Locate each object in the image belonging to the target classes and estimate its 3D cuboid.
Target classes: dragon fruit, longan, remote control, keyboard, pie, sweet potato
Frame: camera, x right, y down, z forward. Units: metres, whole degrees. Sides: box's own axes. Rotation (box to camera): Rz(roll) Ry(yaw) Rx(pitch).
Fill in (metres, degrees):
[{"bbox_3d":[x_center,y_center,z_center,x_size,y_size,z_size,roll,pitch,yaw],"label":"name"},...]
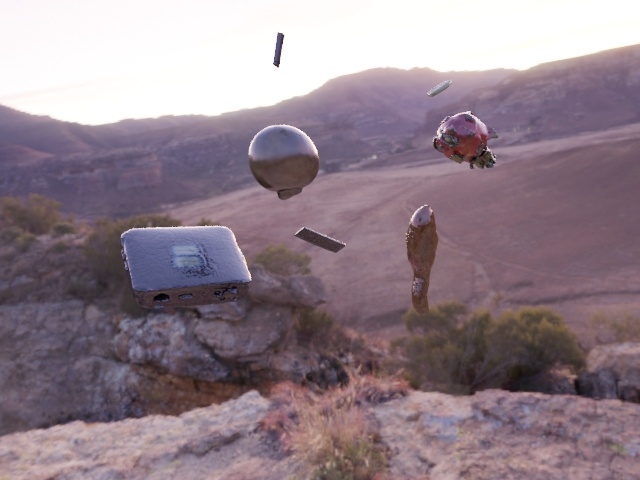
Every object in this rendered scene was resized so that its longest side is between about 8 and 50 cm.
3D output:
[{"bbox_3d":[0.532,-0.340,2.053,0.198,0.269,0.200,-29,19,43],"label":"dragon fruit"},{"bbox_3d":[-0.093,-0.196,1.470,0.184,0.205,0.159,11,37,15],"label":"longan"},{"bbox_3d":[-0.108,-0.502,1.506,0.016,0.091,0.034,8,-1,28],"label":"remote control"},{"bbox_3d":[0.000,0.000,1.640,0.155,0.010,0.053,22,-41,-31],"label":"keyboard"},{"bbox_3d":[0.380,-0.485,1.823,0.085,0.017,0.085,-30,17,10],"label":"pie"},{"bbox_3d":[0.342,0.062,1.942,0.109,0.386,0.109,-1,20,0],"label":"sweet potato"}]

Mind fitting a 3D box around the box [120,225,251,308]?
[{"bbox_3d":[-0.414,0.068,1.757,0.359,0.091,0.350,-2,34,-26],"label":"box"}]
